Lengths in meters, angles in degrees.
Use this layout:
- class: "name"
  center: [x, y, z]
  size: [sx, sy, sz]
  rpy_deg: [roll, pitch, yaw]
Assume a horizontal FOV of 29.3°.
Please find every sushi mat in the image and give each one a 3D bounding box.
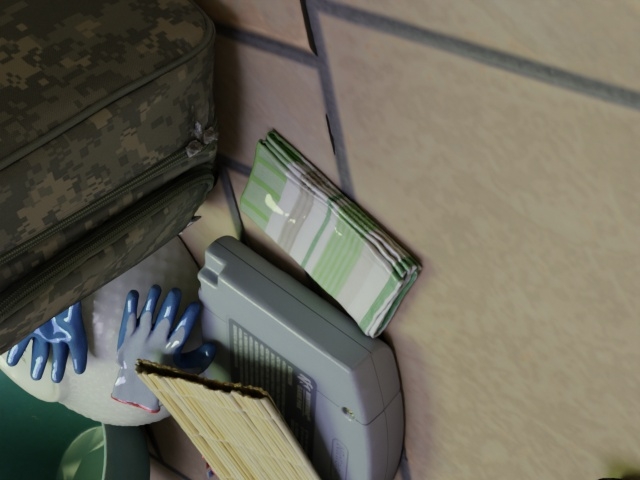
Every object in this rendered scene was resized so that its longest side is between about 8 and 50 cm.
- class: "sushi mat"
  center: [-0.043, 0.223, 1.102]
  size: [0.151, 0.019, 0.316]
  rpy_deg: [6, 139, 37]

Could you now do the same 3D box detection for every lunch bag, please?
- class: "lunch bag"
  center: [-0.223, -0.048, 0.882]
  size: [0.212, 0.305, 0.256]
  rpy_deg: [38, 145, 23]

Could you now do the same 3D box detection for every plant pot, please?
- class: "plant pot"
  center: [-0.315, 0.276, 1.448]
  size: [0.290, 0.290, 0.195]
  rpy_deg: [29, 180, 30]

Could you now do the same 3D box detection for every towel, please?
- class: "towel"
  center: [0.000, 0.000, 0.914]
  size: [0.152, 0.023, 0.113]
  rpy_deg: [42, 149, 11]

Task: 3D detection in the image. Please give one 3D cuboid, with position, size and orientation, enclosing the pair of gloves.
- class: "pair of gloves"
  center: [-0.191, 0.083, 1.065]
  size: [0.198, 0.023, 0.159]
  rpy_deg: [21, 130, -1]

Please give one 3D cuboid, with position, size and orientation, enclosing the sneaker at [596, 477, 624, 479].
- class: "sneaker"
  center: [0.219, 0.272, 0.816]
  size: [0.097, 0.084, 0.234]
  rpy_deg: [-2, 96, 42]

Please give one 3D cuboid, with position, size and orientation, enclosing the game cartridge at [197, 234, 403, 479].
- class: "game cartridge"
  center: [-0.018, 0.143, 1.077]
  size: [0.198, 0.062, 0.297]
  rpy_deg: [31, 146, 20]

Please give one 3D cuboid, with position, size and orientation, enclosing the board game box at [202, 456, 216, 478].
- class: "board game box"
  center: [-0.087, 0.238, 1.296]
  size: [0.133, 0.033, 0.168]
  rpy_deg: [30, 146, 30]

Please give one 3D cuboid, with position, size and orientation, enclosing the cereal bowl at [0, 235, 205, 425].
- class: "cereal bowl"
  center: [-0.258, 0.056, 1.205]
  size: [0.339, 0.141, 0.339]
  rpy_deg: [33, 147, 24]

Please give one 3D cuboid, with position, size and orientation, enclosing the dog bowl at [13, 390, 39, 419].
- class: "dog bowl"
  center: [-0.413, 0.202, 1.645]
  size: [0.166, 0.074, 0.297]
  rpy_deg: [43, 151, 9]
